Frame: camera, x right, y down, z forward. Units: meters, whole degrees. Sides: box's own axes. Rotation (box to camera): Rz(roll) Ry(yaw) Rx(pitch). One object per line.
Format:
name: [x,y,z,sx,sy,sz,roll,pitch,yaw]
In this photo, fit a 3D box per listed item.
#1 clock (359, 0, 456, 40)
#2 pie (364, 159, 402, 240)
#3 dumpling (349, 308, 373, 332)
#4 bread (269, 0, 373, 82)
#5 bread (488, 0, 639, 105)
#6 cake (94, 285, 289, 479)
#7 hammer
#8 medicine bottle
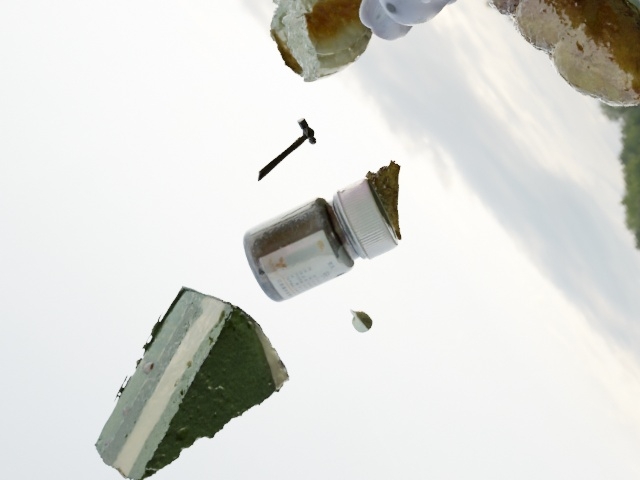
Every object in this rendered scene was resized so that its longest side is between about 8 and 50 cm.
clock: [0.120,-0.379,1.130,0.189,0.189,0.254,37,-144,-36]
pie: [0.128,-0.084,1.741,0.034,0.092,0.170,-113,24,-79]
dumpling: [0.085,0.170,1.810,0.059,0.043,0.077,44,-159,-10]
bread: [-0.006,-0.437,1.438,0.314,0.192,0.171,65,161,0]
bread: [0.266,-0.228,0.857,0.084,0.124,0.344,94,157,-46]
cake: [-0.184,0.239,1.255,0.172,0.158,0.283,41,-108,-38]
hammer: [-0.075,-0.178,1.696,0.178,0.021,0.065,-44,-58,-29]
medicine bottle: [0.000,0.000,1.638,0.165,0.273,0.165,-24,-90,-81]
